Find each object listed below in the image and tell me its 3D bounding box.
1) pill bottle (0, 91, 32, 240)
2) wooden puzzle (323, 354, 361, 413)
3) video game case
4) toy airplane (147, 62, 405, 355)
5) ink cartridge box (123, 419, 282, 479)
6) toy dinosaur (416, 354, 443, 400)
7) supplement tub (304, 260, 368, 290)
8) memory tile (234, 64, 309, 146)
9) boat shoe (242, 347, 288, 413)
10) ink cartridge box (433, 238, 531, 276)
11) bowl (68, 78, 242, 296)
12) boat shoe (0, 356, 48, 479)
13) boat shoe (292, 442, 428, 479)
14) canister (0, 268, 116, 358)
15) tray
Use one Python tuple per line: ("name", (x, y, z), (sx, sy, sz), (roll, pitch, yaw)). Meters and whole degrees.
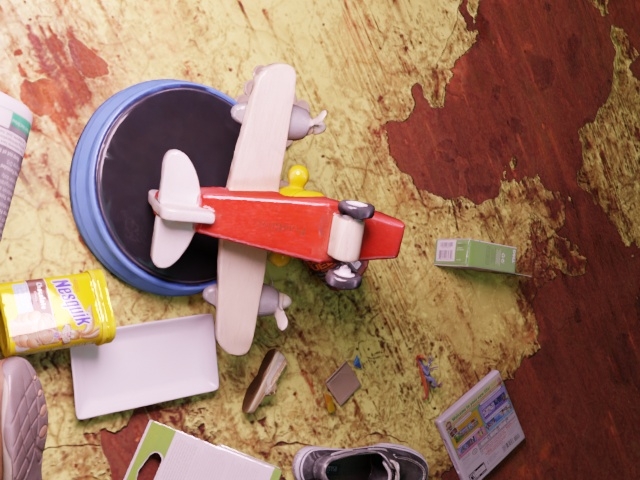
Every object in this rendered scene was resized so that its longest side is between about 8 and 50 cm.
("pill bottle", (-0.558, -0.044, 1.237), (0.204, 0.204, 0.361), (17, 79, -33))
("wooden puzzle", (0.045, 0.294, 1.770), (0.116, 0.014, 0.078), (-35, 113, -30))
("video game case", (0.372, 0.436, 1.990), (0.212, 0.023, 0.193), (-33, 108, -30))
("toy airplane", (-0.103, -0.045, 1.460), (0.386, 0.272, 0.384), (-35, 101, 8))
("ink cartridge box", (-0.219, 0.453, 1.545), (0.255, 0.097, 0.189), (22, 75, 2))
("toy dinosaur", (0.231, 0.291, 1.885), (0.082, 0.047, 0.090), (42, 76, -7))
("supplement tub", (0.000, 0.000, 1.686), (0.198, 0.106, 0.106), (48, 64, -24))
("memory tile", (-0.094, -0.260, 1.679), (0.148, 0.012, 0.113), (38, 69, -29))
("boat shoe", (-0.103, 0.274, 1.644), (0.045, 0.050, 0.135), (37, 69, -23))
("ink cartridge box", (0.368, 0.039, 1.939), (0.209, 0.109, 0.062), (9, 85, -34))
("bowl", (-0.245, -0.096, 1.534), (0.391, 0.077, 0.391), (1, 89, -35))
("boat shoe", (-0.495, 0.340, 1.320), (0.116, 0.123, 0.324), (2, 93, 9))
("boat shoe", (0.105, 0.478, 1.744), (0.335, 0.119, 0.121), (9, 84, -34))
("canister", (-0.430, 0.118, 1.389), (0.170, 0.073, 0.126), (-7, 70, -32))
("tray", (-0.308, 0.216, 1.514), (0.270, 0.030, 0.145), (-6, 92, -35))
